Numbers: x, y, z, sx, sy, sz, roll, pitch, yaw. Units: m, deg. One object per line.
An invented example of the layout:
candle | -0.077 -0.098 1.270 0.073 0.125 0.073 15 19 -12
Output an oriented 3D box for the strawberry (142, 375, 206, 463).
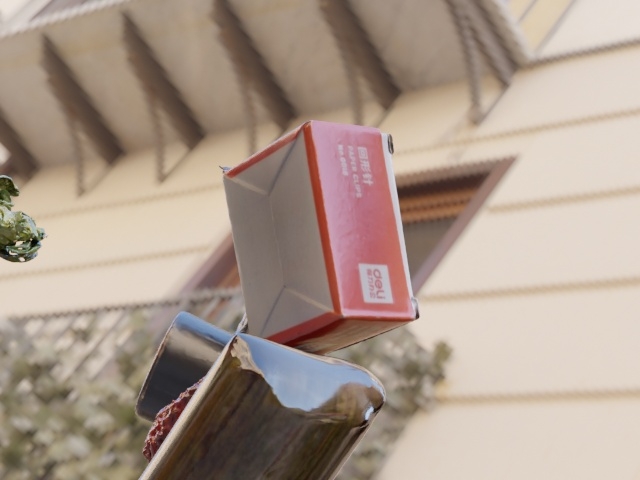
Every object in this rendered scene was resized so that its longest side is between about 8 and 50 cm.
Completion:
strawberry | -0.085 0.141 1.305 0.048 0.152 0.104 23 -10 42

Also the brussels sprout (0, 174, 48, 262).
brussels sprout | -0.293 -0.014 1.658 0.085 0.085 0.058 43 -64 -6

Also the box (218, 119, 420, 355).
box | 0.000 0.000 1.531 0.133 0.099 0.182 -27 -113 44

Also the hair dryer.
hair dryer | -0.013 0.049 1.638 0.189 0.352 0.107 25 -29 1

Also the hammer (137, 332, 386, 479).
hammer | -0.114 0.205 0.619 0.242 0.409 0.095 34 3 -41
